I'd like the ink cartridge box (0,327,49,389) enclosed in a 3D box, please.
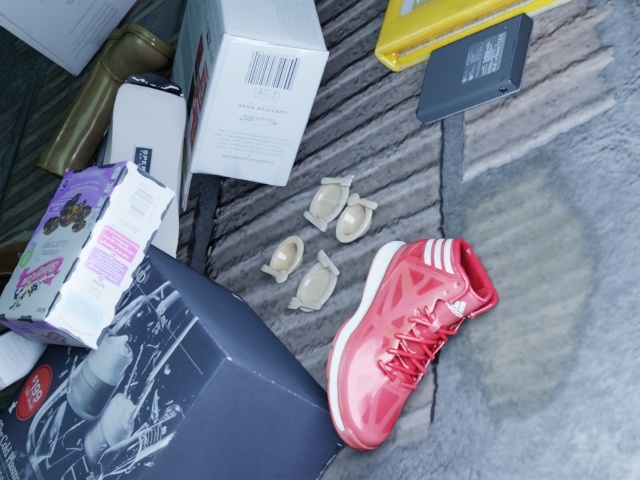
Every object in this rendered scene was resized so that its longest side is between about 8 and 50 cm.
[{"bbox_3d":[-0.395,0.142,1.558,0.304,0.072,0.307,-26,5,38],"label":"ink cartridge box"}]

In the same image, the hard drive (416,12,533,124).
[{"bbox_3d":[0.165,-0.186,1.308,0.135,0.022,0.094,-16,50,46],"label":"hard drive"}]

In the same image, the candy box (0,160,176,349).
[{"bbox_3d":[-0.264,0.017,1.329,0.165,0.070,0.196,-3,58,54],"label":"candy box"}]

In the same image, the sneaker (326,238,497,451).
[{"bbox_3d":[0.087,0.086,1.119,0.128,0.087,0.221,-16,51,47],"label":"sneaker"}]

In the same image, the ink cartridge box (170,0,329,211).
[{"bbox_3d":[-0.105,-0.222,1.559,0.309,0.130,0.271,-101,25,-48],"label":"ink cartridge box"}]

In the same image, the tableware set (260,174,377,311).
[{"bbox_3d":[0.000,0.000,1.369,0.168,0.020,0.141,-57,33,-1],"label":"tableware set"}]

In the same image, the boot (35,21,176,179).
[{"bbox_3d":[-0.352,-0.216,1.968,0.269,0.089,0.236,-61,22,-7],"label":"boot"}]

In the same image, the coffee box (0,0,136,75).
[{"bbox_3d":[-0.509,-0.584,2.250,0.337,0.338,0.334,-48,33,13],"label":"coffee box"}]

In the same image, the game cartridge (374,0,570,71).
[{"bbox_3d":[0.203,-0.373,1.394,0.285,0.053,0.323,-16,51,46],"label":"game cartridge"}]

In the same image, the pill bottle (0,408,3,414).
[{"bbox_3d":[-0.494,0.333,1.641,0.119,0.119,0.208,-24,45,41],"label":"pill bottle"}]

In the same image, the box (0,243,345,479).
[{"bbox_3d":[-0.179,0.208,1.278,0.312,0.179,0.343,-54,32,2],"label":"box"}]

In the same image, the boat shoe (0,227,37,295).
[{"bbox_3d":[-0.363,0.051,1.697,0.324,0.123,0.119,-13,61,39],"label":"boat shoe"}]

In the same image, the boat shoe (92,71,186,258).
[{"bbox_3d":[-0.239,-0.029,1.527,0.158,0.127,0.340,127,156,-69],"label":"boat shoe"}]
